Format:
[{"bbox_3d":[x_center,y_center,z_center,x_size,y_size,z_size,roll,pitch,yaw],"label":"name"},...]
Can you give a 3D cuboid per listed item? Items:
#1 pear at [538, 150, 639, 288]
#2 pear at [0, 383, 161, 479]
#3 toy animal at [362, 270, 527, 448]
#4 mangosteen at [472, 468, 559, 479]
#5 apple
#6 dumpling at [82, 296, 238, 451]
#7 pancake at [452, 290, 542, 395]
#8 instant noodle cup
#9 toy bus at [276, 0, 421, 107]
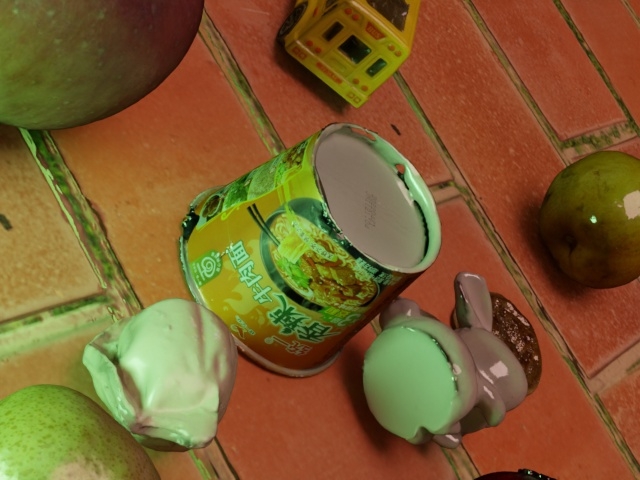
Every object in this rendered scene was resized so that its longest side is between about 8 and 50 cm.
[{"bbox_3d":[0.405,-0.029,1.638,0.200,0.200,0.200,28,43,-30],"label":"pear"},{"bbox_3d":[-0.193,0.191,0.824,0.167,0.167,0.136,49,48,-7],"label":"pear"},{"bbox_3d":[0.130,0.131,1.245,0.193,0.127,0.178,-16,75,-58],"label":"toy animal"},{"bbox_3d":[0.197,0.329,1.152,0.200,0.200,0.200,28,43,-30],"label":"mangosteen"},{"bbox_3d":[-0.260,-0.233,1.035,0.306,0.235,0.305,30,44,-33],"label":"apple"},{"bbox_3d":[-0.137,0.114,0.997,0.136,0.118,0.199,20,18,-18],"label":"dumpling"},{"bbox_3d":[0.227,0.127,1.448,0.158,0.028,0.158,30,40,-29],"label":"pancake"},{"bbox_3d":[0.000,0.000,1.174,0.230,0.182,0.230,28,45,-31],"label":"instant noodle cup"},{"bbox_3d":[0.057,-0.334,1.532,0.144,0.152,0.330,36,40,-21],"label":"toy bus"}]
